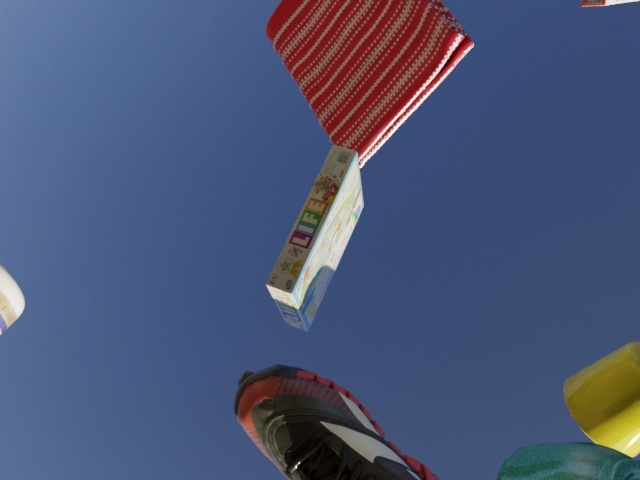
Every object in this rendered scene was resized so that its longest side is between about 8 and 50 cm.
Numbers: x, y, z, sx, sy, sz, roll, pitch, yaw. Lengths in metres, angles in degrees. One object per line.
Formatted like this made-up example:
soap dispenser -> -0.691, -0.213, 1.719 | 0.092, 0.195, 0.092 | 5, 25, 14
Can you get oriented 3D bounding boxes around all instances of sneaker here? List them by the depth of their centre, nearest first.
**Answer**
sneaker -> 0.031, 0.224, 0.561 | 0.097, 0.276, 0.135 | -45, -168, 5

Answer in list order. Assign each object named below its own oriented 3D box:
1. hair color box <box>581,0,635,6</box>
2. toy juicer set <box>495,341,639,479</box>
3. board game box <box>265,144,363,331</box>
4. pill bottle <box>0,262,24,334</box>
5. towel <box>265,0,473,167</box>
hair color box -> 0.394, -0.392, 0.806 | 0.043, 0.072, 0.141 | 32, -47, 58
toy juicer set -> 0.182, 0.198, 0.322 | 0.209, 0.329, 0.089 | 47, -53, 19
board game box -> 0.000, 0.000, 0.584 | 0.026, 0.103, 0.154 | 18, -113, 16
pill bottle -> -0.409, 0.102, 0.518 | 0.153, 0.153, 0.265 | 8, -132, 35
towel -> 0.037, -0.244, 0.716 | 0.199, 0.031, 0.275 | -46, -125, 28
